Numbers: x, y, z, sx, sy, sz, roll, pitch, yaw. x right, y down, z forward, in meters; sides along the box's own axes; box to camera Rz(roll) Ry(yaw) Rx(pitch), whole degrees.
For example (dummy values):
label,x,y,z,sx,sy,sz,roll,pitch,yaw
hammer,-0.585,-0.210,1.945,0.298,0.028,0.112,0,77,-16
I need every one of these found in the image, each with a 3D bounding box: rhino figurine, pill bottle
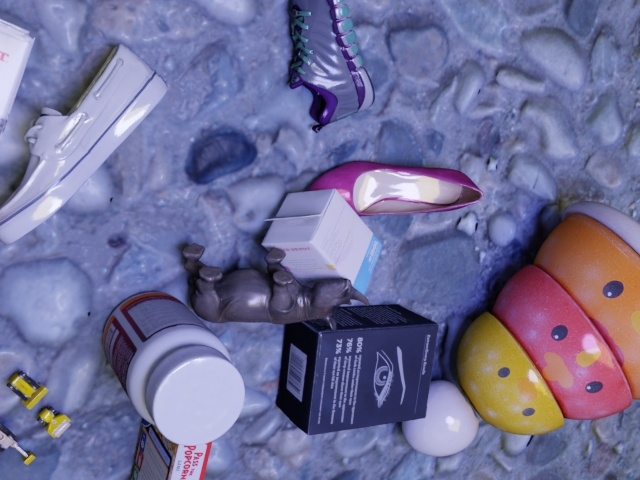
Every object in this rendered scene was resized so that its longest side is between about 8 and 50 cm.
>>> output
label,x,y,z,sx,sy,sz,roll,pitch,yaw
rhino figurine,-0.057,0.068,0.898,0.243,0.073,0.106,5,133,-1
pill bottle,-0.175,0.145,0.814,0.121,0.221,0.121,-7,106,-27

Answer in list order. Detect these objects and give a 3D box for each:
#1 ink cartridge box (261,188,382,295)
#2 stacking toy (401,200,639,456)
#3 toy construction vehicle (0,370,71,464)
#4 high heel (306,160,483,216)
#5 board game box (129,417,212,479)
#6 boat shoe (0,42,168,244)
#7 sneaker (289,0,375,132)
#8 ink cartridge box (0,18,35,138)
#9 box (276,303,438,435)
label,x,y,z,sx,sy,sz,roll,pitch,yaw
ink cartridge box,0.000,0.000,0.925,0.143,0.092,0.090,48,54,-36
stacking toy,0.344,0.198,1.104,0.480,0.350,0.351,-35,117,1
toy construction vehicle,-0.362,0.216,0.843,0.086,0.035,0.098,-51,123,-21
high heel,0.106,-0.064,0.975,0.244,0.117,0.082,-1,103,-28
board game box,-0.197,0.293,0.883,0.045,0.146,0.194,10,98,-30
boat shoe,-0.285,-0.112,0.776,0.084,0.095,0.258,46,69,-25
sneaker,-0.009,-0.251,0.891,0.098,0.083,0.224,-32,116,-13
ink cartridge box,-0.404,-0.137,0.696,0.158,0.092,0.218,19,95,-31
box,0.054,0.182,1.014,0.207,0.108,0.153,1,101,-29
